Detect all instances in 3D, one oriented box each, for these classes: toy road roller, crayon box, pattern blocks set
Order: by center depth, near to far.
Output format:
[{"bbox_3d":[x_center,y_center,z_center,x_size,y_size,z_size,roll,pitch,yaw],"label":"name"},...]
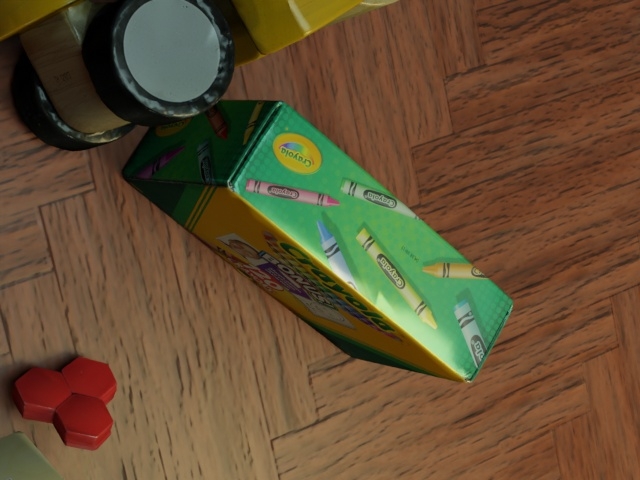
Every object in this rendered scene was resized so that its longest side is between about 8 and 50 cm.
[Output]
[{"bbox_3d":[-0.228,0.212,1.126,0.325,0.285,0.026,-15,142,-37],"label":"pattern blocks set"},{"bbox_3d":[-0.104,-0.227,1.190,0.329,0.202,0.240,-32,102,-27],"label":"toy road roller"},{"bbox_3d":[0.000,0.000,1.296,0.278,0.165,0.081,40,72,-30],"label":"crayon box"}]
